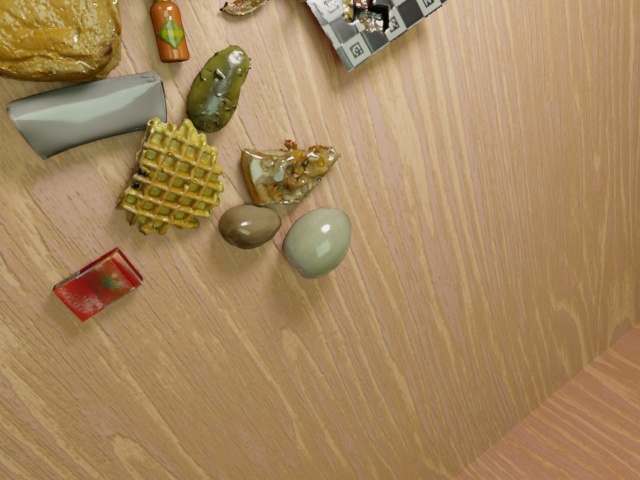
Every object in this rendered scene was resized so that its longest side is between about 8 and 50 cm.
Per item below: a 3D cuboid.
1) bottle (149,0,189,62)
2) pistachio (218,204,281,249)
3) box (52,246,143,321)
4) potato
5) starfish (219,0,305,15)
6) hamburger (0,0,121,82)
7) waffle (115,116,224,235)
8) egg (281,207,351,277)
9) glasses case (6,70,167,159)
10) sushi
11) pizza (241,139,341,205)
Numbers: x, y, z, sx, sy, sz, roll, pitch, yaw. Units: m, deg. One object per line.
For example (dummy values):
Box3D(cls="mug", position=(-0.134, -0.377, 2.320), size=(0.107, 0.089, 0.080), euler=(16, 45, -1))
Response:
Box3D(cls="bottle", position=(-0.347, -0.501, 0.936), size=(0.069, 0.069, 0.187), euler=(-17, 114, -21))
Box3D(cls="pistachio", position=(-0.194, -0.039, 1.164), size=(0.186, 0.108, 0.126), euler=(-7, 81, -33))
Box3D(cls="box", position=(-0.559, 0.110, 1.058), size=(0.175, 0.048, 0.112), euler=(-33, 118, -13))
Box3D(cls="potato", position=(-0.249, -0.370, 1.021), size=(0.117, 0.090, 0.225), euler=(26, 96, -32))
Box3D(cls="starfish", position=(-0.134, -0.686, 0.950), size=(0.303, 0.113, 0.311), euler=(-2, 112, -7))
Box3D(cls="hamburger", position=(-0.539, -0.457, 0.799), size=(0.319, 0.158, 0.318), euler=(-10, 113, -24))
Box3D(cls="waffle", position=(-0.374, -0.143, 1.028), size=(0.283, 0.065, 0.309), euler=(-25, 127, -13))
Box3D(cls="egg", position=(0.000, 0.000, 1.226), size=(0.217, 0.183, 0.183), euler=(-41, 122, 3))
Box3D(cls="glasses case", position=(-0.497, -0.283, 0.926), size=(0.308, 0.083, 0.128), euler=(-24, 130, -24))
Box3D(cls="sushi", position=(0.115, -0.691, 1.104), size=(0.359, 0.064, 0.343), euler=(-37, 110, -5))
Box3D(cls="pizza", position=(-0.074, -0.193, 1.187), size=(0.297, 0.071, 0.189), euler=(-11, 112, -24))
